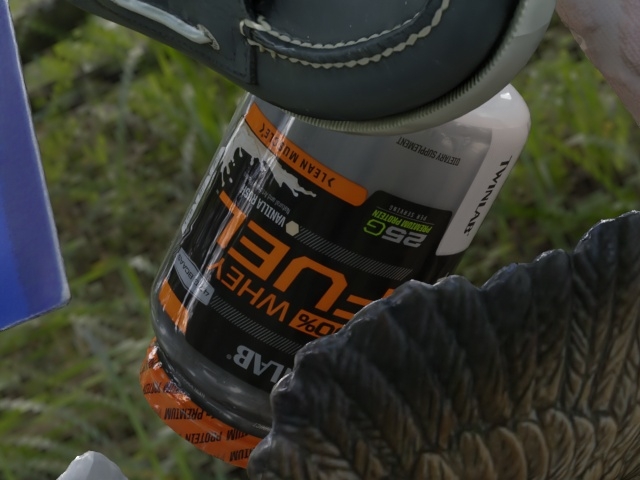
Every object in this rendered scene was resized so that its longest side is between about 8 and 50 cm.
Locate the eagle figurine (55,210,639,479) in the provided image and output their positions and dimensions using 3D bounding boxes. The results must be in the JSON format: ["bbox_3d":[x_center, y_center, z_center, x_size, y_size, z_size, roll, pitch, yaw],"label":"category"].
[{"bbox_3d":[0.026,0.106,0.539,0.298,0.226,0.225,-2,42,-4],"label":"eagle figurine"}]

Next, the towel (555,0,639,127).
[{"bbox_3d":[0.229,-0.070,0.769,0.053,0.332,0.317,-28,16,42],"label":"towel"}]

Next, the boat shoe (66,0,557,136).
[{"bbox_3d":[-0.043,-0.112,0.673,0.099,0.116,0.319,10,10,-36],"label":"boat shoe"}]

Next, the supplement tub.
[{"bbox_3d":[0.000,0.000,0.830,0.190,0.117,0.117,-63,-10,22],"label":"supplement tub"}]

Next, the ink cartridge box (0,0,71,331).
[{"bbox_3d":[-0.239,0.017,0.531,0.333,0.065,0.165,-25,41,2],"label":"ink cartridge box"}]
